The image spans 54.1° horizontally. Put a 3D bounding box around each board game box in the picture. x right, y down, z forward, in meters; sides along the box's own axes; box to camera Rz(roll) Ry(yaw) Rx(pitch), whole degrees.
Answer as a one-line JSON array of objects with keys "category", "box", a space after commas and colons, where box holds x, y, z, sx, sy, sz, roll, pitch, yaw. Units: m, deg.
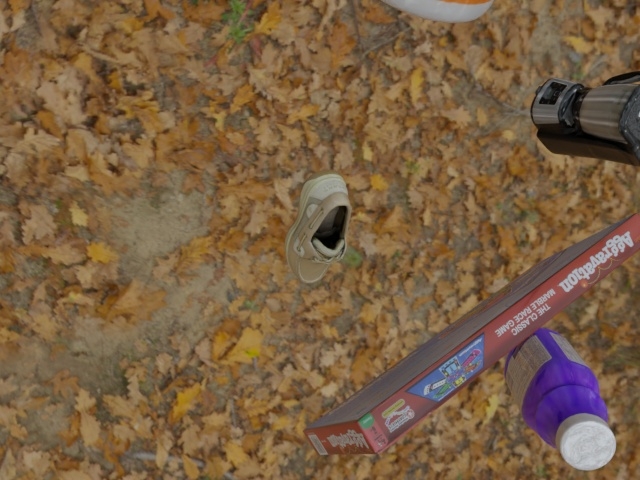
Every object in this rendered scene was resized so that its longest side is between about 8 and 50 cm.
[{"category": "board game box", "box": [0.121, 0.076, 0.493, 0.281, 0.145, 0.027, -30, 83, -22]}]

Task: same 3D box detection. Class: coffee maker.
[{"category": "coffee maker", "box": [0.432, -0.168, 0.957, 0.120, 0.178, 0.171, -35, 118, -15]}]

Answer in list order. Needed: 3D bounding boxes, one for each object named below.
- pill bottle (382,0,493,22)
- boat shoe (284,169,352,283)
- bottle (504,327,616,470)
[{"category": "pill bottle", "box": [0.171, -0.461, 0.663, 0.224, 0.224, 0.392, -12, 145, -32]}, {"category": "boat shoe", "box": [0.000, 0.000, 1.240, 0.109, 0.098, 0.302, -9, 142, -21]}, {"category": "bottle", "box": [0.335, 0.218, 0.888, 0.092, 0.283, 0.118, 21, 102, 1]}]
